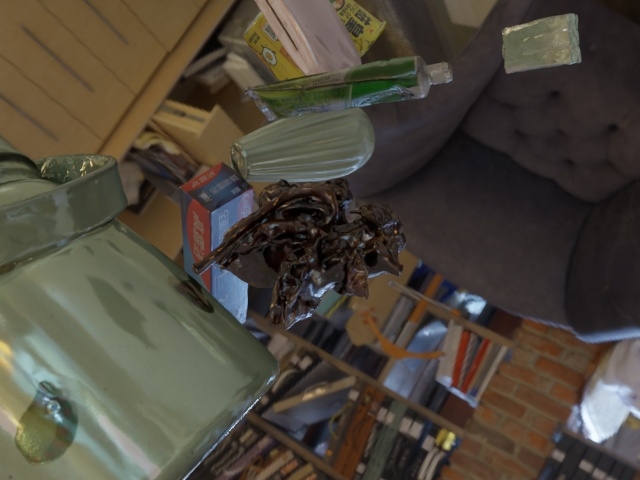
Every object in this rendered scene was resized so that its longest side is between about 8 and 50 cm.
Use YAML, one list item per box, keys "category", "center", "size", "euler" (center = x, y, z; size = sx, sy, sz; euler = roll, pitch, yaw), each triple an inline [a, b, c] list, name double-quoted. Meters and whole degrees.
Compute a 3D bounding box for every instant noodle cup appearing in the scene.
- category: "instant noodle cup"
  center: [-0.027, -0.528, 1.774]
  size: [0.254, 0.325, 0.325]
  euler: [43, 166, -12]

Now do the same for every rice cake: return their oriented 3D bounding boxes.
- category: "rice cake"
  center: [0.509, -0.456, 1.612]
  size: [0.038, 0.124, 0.211]
  euler: [-8, -175, -30]

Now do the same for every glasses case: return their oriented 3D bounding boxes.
- category: "glasses case"
  center: [-0.035, -0.387, 1.172]
  size: [0.296, 0.113, 0.075]
  euler: [59, 139, 9]

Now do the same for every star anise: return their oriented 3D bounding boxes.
- category: "star anise"
  center: [0.000, 0.000, 0.749]
  size: [0.190, 0.220, 0.125]
  euler: [28, 129, 9]

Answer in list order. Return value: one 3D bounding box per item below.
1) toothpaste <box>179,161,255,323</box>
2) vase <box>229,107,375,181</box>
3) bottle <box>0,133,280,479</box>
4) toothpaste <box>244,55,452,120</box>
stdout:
- category: "toothpaste"
  center: [-0.149, 0.032, 0.992]
  size: [0.066, 0.076, 0.320]
  euler: [38, 145, 23]
- category: "vase"
  center: [-0.033, -0.155, 1.145]
  size: [0.128, 0.248, 0.128]
  euler: [34, 132, 48]
- category: "bottle"
  center: [-0.212, 0.039, 0.484]
  size: [0.352, 0.229, 0.229]
  euler: [45, 169, 6]
- category: "toothpaste"
  center: [0.034, -0.181, 0.829]
  size: [0.248, 0.046, 0.078]
  euler: [-5, 159, 20]
